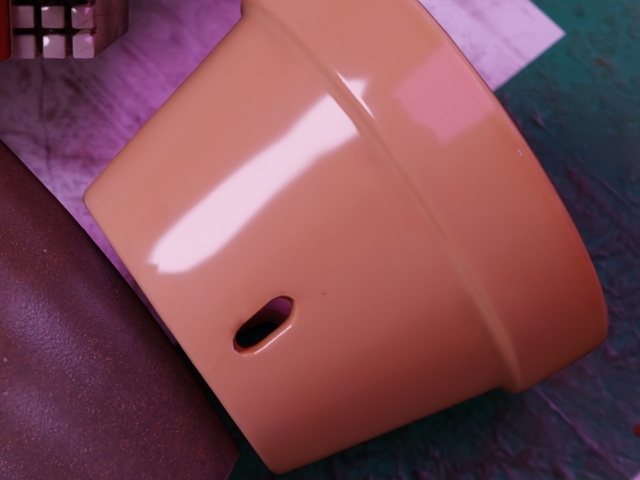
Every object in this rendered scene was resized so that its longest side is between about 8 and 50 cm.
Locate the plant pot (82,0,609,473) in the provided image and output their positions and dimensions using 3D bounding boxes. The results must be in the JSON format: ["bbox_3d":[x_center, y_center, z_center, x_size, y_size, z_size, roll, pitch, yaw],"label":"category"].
[{"bbox_3d":[0.000,0.000,0.883,0.203,0.291,0.291,-36,73,-6],"label":"plant pot"}]

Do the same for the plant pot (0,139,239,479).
[{"bbox_3d":[-0.167,0.090,0.851,0.230,0.215,0.215,39,64,-4],"label":"plant pot"}]

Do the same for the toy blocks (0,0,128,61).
[{"bbox_3d":[-0.273,-0.157,0.878,0.381,0.261,0.191,0,104,1],"label":"toy blocks"}]
